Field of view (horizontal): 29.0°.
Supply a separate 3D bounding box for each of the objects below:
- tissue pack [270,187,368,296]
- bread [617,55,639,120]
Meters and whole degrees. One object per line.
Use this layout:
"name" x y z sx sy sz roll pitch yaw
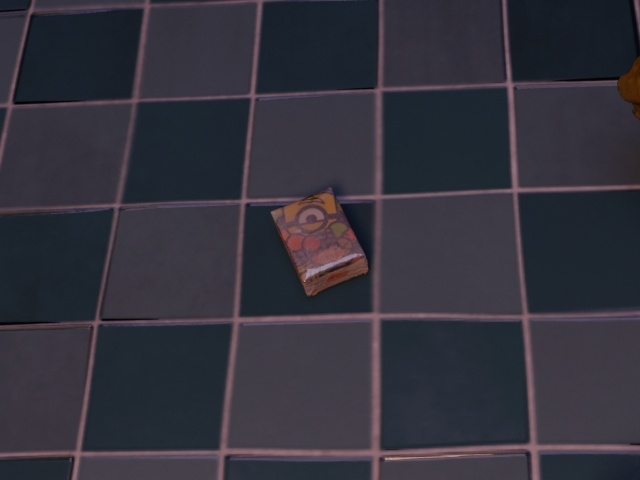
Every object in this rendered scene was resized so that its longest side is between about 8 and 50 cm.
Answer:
"tissue pack" 0.000 0.000 1.096 0.063 0.035 0.083 -23 57 -7
"bread" 0.412 -0.087 1.007 0.238 0.196 0.252 -28 56 -6
